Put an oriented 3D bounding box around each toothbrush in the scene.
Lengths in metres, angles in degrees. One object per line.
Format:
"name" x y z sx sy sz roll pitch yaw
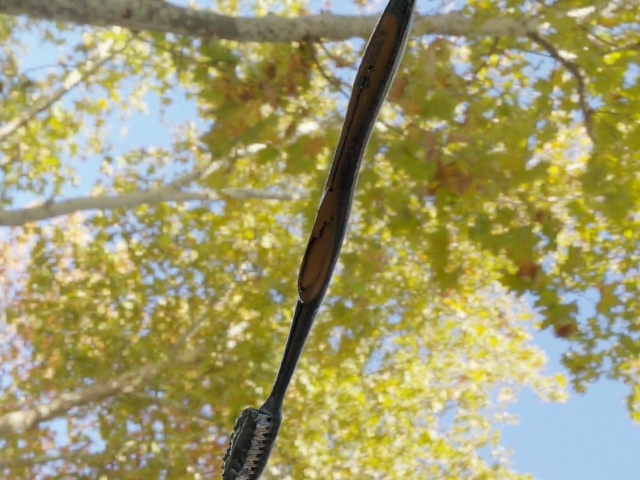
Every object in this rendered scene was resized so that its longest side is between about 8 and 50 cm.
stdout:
"toothbrush" 0.001 0.000 0.583 0.023 0.031 0.321 21 -87 30
